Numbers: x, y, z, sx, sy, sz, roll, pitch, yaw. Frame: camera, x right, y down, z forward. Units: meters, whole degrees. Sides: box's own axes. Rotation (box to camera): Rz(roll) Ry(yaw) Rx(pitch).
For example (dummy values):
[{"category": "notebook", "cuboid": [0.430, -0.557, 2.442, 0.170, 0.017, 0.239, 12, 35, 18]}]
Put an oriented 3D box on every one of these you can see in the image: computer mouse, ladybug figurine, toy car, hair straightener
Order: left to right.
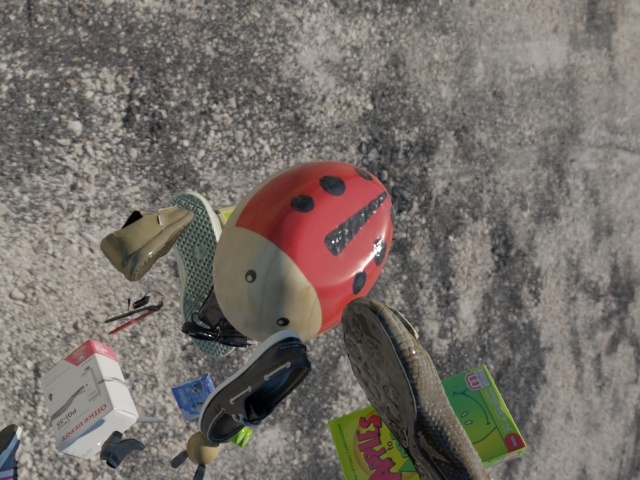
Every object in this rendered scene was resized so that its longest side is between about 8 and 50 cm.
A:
[{"category": "hair straightener", "cuboid": [-0.613, 0.225, 1.801, 0.089, 0.230, 0.047, 64, 11, 5]}, {"category": "toy car", "cuboid": [-0.305, 0.548, 1.469, 0.188, 0.155, 0.149, -55, 162, -20]}, {"category": "computer mouse", "cuboid": [-0.206, 0.161, 1.295, 0.188, 0.072, 0.272, 15, 121, -20]}, {"category": "ladybug figurine", "cuboid": [0.000, 0.000, 1.028, 0.305, 0.162, 0.449, 52, 53, -13]}]

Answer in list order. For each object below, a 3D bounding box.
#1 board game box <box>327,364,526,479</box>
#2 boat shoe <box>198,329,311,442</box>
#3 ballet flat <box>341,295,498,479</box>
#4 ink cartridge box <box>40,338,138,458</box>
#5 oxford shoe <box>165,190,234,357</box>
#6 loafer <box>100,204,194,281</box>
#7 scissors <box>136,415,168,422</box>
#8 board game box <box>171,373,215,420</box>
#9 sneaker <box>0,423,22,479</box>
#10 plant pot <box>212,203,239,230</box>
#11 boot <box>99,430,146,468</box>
[{"category": "board game box", "cuboid": [0.109, 0.209, 0.578, 0.181, 0.092, 0.043, -19, 146, -2]}, {"category": "boat shoe", "cuboid": [-0.054, 0.128, 0.446, 0.125, 0.038, 0.046, -47, 136, 13]}, {"category": "ballet flat", "cuboid": [0.092, 0.149, 0.458, 0.058, 0.084, 0.250, -33, 102, -23]}, {"category": "ink cartridge box", "cuboid": [-0.705, 0.478, 1.667, 0.207, 0.283, 0.117, -39, 142, -2]}, {"category": "oxford shoe", "cuboid": [-0.303, 0.087, 1.455, 0.169, 0.130, 0.449, -14, 97, -7]}, {"category": "loafer", "cuboid": [-0.172, -0.010, 0.554, 0.050, 0.148, 0.056, 38, 105, -8]}, {"category": "scissors", "cuboid": [-0.645, 0.561, 1.761, 0.297, 0.021, 0.109, -8, 71, -10]}, {"category": "board game box", "cuboid": [-0.289, 0.366, 1.277, 0.090, 0.020, 0.090, -18, 105, 1]}, {"category": "sneaker", "cuboid": [-0.834, 0.661, 1.461, 0.178, 0.124, 0.295, 50, 39, -36]}, {"category": "plant pot", "cuboid": [-0.283, 0.002, 1.860, 0.228, 0.207, 0.227, -15, 61, -36]}, {"category": "boot", "cuboid": [-0.541, 0.578, 1.492, 0.118, 0.042, 0.087, 39, 40, -22]}]
